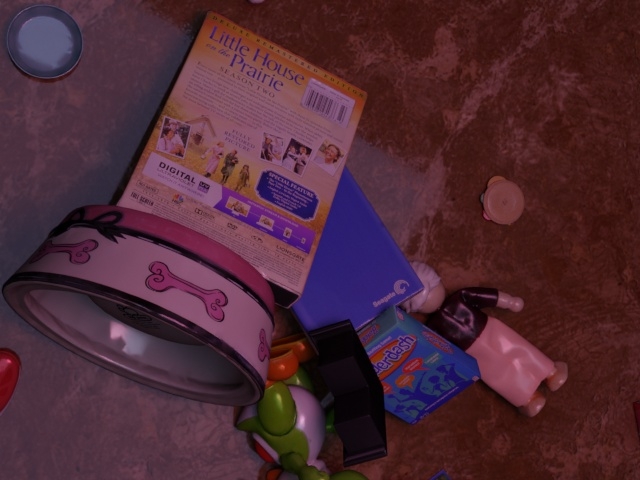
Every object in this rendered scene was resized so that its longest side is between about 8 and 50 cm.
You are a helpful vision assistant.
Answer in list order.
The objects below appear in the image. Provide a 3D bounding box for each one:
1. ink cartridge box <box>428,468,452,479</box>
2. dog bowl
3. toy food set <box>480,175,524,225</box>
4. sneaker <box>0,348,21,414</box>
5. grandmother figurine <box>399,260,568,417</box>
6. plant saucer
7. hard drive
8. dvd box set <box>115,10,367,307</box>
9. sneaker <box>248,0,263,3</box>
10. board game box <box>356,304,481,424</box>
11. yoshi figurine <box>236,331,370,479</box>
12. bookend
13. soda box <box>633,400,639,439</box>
[{"bbox_3d":[0.239,0.549,1.752,0.186,0.065,0.311,-33,65,-16],"label":"ink cartridge box"},{"bbox_3d":[-0.249,0.095,1.551,0.408,0.408,0.150,27,67,-13],"label":"dog bowl"},{"bbox_3d":[0.327,-0.069,1.885,0.083,0.020,0.082,29,82,-13],"label":"toy food set"},{"bbox_3d":[-0.535,0.268,1.592,0.087,0.128,0.221,36,82,-12],"label":"sneaker"},{"bbox_3d":[0.261,0.166,1.826,0.342,0.104,0.208,41,82,-8],"label":"grandmother figurine"},{"bbox_3d":[-0.443,-0.318,1.685,0.119,0.021,0.119,0,89,-16],"label":"plant saucer"},{"bbox_3d":[0.000,0.000,1.740,0.210,0.040,0.319,-30,81,-16],"label":"hard drive"},{"bbox_3d":[-0.116,-0.137,1.657,0.307,0.062,0.420,26,57,-13],"label":"dvd box set"},{"bbox_3d":[-0.040,-0.487,1.768,0.095,0.090,0.235,37,81,-21],"label":"sneaker"},{"bbox_3d":[0.138,0.211,1.740,0.210,0.047,0.160,33,119,-30],"label":"board game box"},{"bbox_3d":[-0.001,0.339,1.704,0.203,0.203,0.362,-16,96,-21],"label":"yoshi figurine"},{"bbox_3d":[0.042,0.235,1.616,0.072,0.157,0.156,-18,123,12],"label":"bookend"},{"bbox_3d":[0.659,0.334,1.839,0.083,0.263,0.092,-11,91,-14],"label":"soda box"}]
